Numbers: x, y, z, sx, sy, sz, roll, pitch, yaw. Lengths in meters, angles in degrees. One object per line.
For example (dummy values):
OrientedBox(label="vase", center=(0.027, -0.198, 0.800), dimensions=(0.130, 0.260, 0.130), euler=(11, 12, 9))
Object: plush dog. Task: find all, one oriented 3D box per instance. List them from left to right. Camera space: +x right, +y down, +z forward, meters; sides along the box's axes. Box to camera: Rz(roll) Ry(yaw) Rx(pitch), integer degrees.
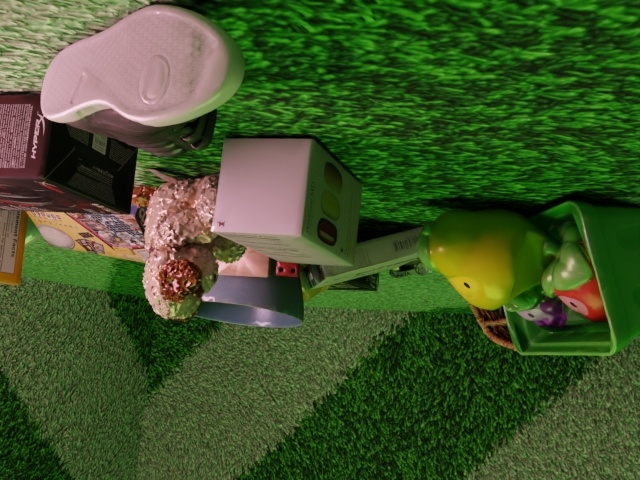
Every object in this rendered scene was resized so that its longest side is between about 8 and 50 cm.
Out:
OrientedBox(label="plush dog", center=(-0.236, 0.022, 1.263), dimensions=(0.211, 0.225, 0.262), euler=(7, 160, -2))

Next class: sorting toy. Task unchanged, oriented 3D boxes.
OrientedBox(label="sorting toy", center=(-0.146, 0.006, 1.505), dimensions=(0.274, 0.132, 0.046), euler=(1, 177, 19))

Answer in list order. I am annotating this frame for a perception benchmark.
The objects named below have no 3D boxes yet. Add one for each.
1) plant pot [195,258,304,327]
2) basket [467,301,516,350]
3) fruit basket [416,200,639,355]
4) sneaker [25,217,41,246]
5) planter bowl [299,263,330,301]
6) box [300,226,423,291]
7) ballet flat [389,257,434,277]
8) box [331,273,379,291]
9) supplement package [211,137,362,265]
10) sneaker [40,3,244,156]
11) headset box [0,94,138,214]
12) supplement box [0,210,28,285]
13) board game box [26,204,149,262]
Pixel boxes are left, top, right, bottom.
OrientedBox(label="plant pot", center=(-0.170, 0.073, 1.676), dimensions=(0.290, 0.195, 0.290), euler=(7, 165, 2))
OrientedBox(label="basket", center=(0.497, 0.175, 1.917), dimensions=(0.223, 0.213, 0.299), euler=(7, 170, -14))
OrientedBox(label="fruit basket", center=(0.359, 0.064, 1.287), dimensions=(0.392, 0.283, 0.392), euler=(-12, 174, -1))
OrientedBox(label="sneaker", center=(-0.753, -0.042, 1.648), dimensions=(0.256, 0.094, 0.151), euler=(3, 167, 3))
OrientedBox(label="planter bowl", center=(-0.069, 0.091, 1.834), dimensions=(0.217, 0.090, 0.217), euler=(17, 151, 10))
OrientedBox(label="box", center=(0.088, 0.046, 1.625), dimensions=(0.232, 0.058, 0.322), euler=(-14, 172, -10))
OrientedBox(label="ballet flat", center=(0.214, 0.051, 1.834), dimensions=(0.070, 0.070, 0.188), euler=(11, 167, -30))
OrientedBox(label="box", center=(-0.029, 0.083, 2.055), dimensions=(0.307, 0.076, 0.242), euler=(-2, 167, 37))
OrientedBox(label="supplement package", center=(-0.039, -0.049, 1.090), dimensions=(0.134, 0.139, 0.244), euler=(3, 171, 19))
OrientedBox(label="sneaker", center=(-0.136, -0.143, 0.721), dimensions=(0.296, 0.104, 0.147), euler=(4, 174, 45))
OrientedBox(label="headset box", center=(-0.432, -0.111, 1.014), dimensions=(0.293, 0.110, 0.218), euler=(3, 171, 13))
OrientedBox(label="supplement box", center=(-0.737, -0.036, 1.364), dimensions=(0.195, 0.194, 0.356), euler=(0, 169, 26))
OrientedBox(label="board game box", center=(-0.433, -0.032, 1.427), dimensions=(0.243, 0.042, 0.165), euler=(9, 147, 12))
